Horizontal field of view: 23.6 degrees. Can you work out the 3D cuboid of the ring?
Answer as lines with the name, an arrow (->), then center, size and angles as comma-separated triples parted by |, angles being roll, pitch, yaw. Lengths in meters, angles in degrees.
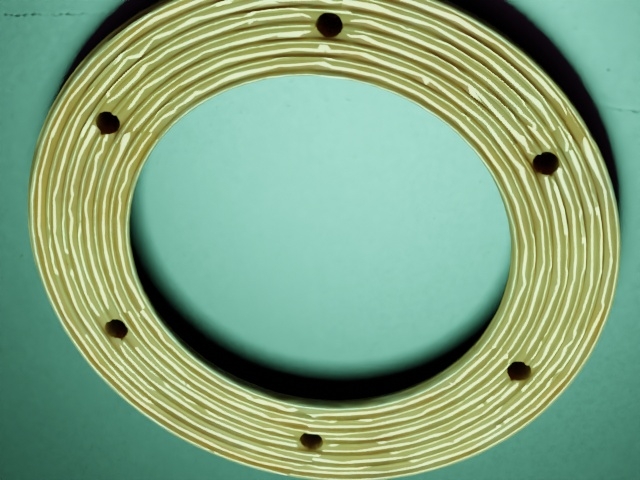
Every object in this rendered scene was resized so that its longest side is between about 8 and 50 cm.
ring -> 0.000, 0.000, 0.873 | 0.336, 0.032, 0.336 | 3, 122, 6
